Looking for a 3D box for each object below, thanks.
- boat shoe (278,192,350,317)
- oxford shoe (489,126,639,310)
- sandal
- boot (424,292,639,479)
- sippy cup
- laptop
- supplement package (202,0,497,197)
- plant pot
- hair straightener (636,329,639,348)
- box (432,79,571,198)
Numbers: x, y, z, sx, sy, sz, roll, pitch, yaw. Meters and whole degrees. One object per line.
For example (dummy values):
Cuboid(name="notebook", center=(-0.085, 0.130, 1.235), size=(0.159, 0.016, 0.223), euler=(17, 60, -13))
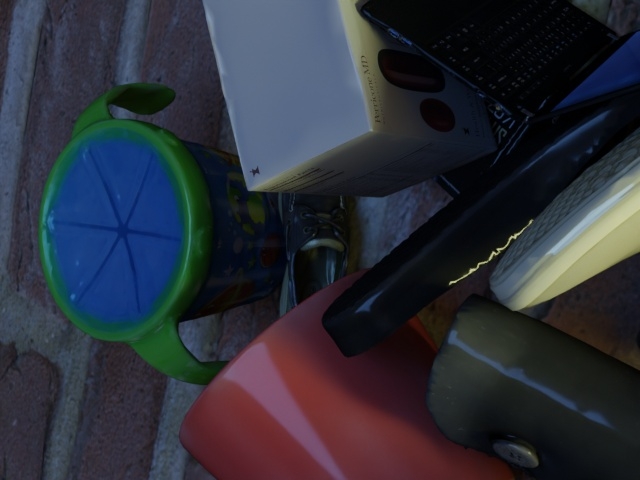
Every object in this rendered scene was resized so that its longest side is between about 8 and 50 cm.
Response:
Cuboid(name="boat shoe", center=(-0.001, 0.001, 1.351), size=(0.073, 0.080, 0.224), euler=(-165, 78, -71))
Cuboid(name="oxford shoe", center=(0.328, -0.069, 0.955), size=(0.449, 0.169, 0.130), euler=(-34, 94, -6))
Cuboid(name="sandal", center=(0.202, -0.030, 1.112), size=(0.446, 0.167, 0.107), euler=(-38, 95, 2))
Cuboid(name="boot", center=(0.292, 0.151, 0.935), size=(0.445, 0.146, 0.367), euler=(30, 153, 20))
Cuboid(name="sippy cup", center=(-0.149, -0.011, 1.389), size=(0.240, 0.224, 0.305), euler=(14, 99, 36))
Cuboid(name="laptop", center=(0.214, -0.206, 1.079), size=(0.264, 0.234, 0.136), euler=(37, 129, 12))
Cuboid(name="supplement package", center=(0.030, -0.154, 1.164), size=(0.149, 0.203, 0.194), euler=(-23, 76, 37))
Cuboid(name="plant pot", center=(0.039, 0.203, 1.240), size=(0.243, 0.275, 0.275), euler=(48, 118, 16))
Cuboid(name="hair straightener", center=(0.332, -0.001, 1.101), size=(0.047, 0.089, 0.230), euler=(-102, 34, -69))
Cuboid(name="box", center=(0.146, -0.138, 1.252), size=(0.180, 0.077, 0.147), euler=(47, 116, 28))
